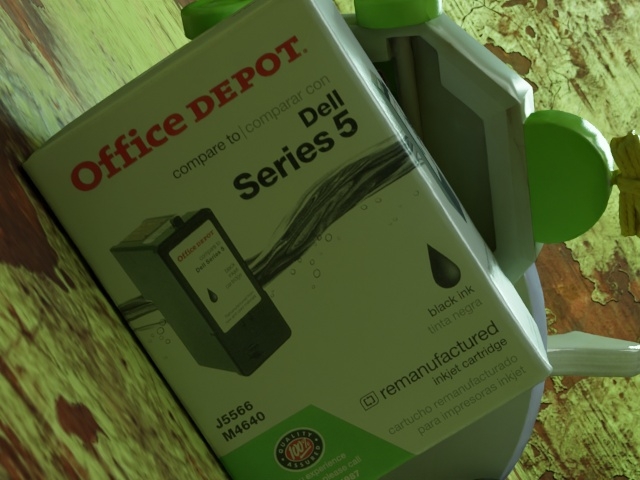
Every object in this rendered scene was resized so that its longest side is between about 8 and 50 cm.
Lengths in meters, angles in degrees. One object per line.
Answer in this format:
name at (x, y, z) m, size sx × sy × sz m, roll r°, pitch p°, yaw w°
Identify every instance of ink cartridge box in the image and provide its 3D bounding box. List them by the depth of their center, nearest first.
ink cartridge box at (-0.018, 0.005, 0.945) m, size 0.273 × 0.198 × 0.115 m, roll 56°, pitch 9°, yaw -9°

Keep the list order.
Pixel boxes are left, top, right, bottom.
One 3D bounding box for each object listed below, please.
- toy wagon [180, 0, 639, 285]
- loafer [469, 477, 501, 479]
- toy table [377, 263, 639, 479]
toy wagon at (0.049, -0.036, 1.035) m, size 0.068 × 0.344 × 0.267 m, roll -52°, pitch 137°, yaw -62°
loafer at (0.186, 0.359, 1.303) m, size 0.366 × 0.134 × 0.130 m, roll 51°, pitch 20°, yaw -28°
toy table at (0.135, 0.087, 1.350) m, size 0.252 × 0.274 × 0.161 m, roll 23°, pitch 18°, yaw 26°
